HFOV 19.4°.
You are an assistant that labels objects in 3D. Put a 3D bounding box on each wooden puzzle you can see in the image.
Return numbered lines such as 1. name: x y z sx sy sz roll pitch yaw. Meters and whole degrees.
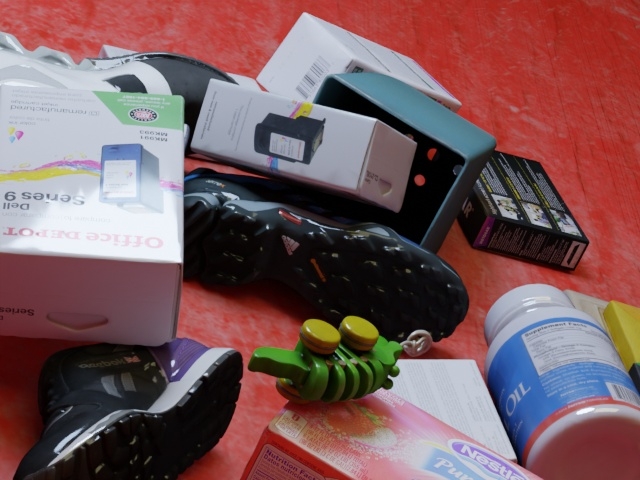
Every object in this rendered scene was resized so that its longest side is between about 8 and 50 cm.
1. wooden puzzle: 0.373 0.136 1.927 0.221 0.044 0.239 16 27 -19

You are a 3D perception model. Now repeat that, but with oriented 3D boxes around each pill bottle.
1. pill bottle: 0.218 0.137 1.692 0.124 0.124 0.221 16 27 -20

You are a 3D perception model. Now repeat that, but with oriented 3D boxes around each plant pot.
1. plant pot: 0.081 -0.074 1.924 0.165 0.166 0.234 33 21 13

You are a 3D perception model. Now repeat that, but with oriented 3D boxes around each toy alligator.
1. toy alligator: 0.029 0.090 1.333 0.189 0.056 0.051 -1 36 -46

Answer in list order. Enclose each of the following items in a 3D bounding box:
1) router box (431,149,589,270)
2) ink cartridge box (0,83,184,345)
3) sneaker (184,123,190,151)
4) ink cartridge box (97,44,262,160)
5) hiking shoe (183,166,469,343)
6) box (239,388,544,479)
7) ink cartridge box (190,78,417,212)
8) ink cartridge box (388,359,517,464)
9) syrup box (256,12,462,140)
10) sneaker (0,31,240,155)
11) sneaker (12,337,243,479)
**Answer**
1. router box: 0.211 -0.043 2.111 0.133 0.046 0.179 14 28 -23
2. ink cartridge box: -0.185 -0.023 1.474 0.154 0.093 0.212 4 42 -6
3. sneaker: -0.217 -0.051 1.636 0.163 0.086 0.226 25 47 2
4. ink cartridge box: -0.143 -0.137 1.945 0.180 0.060 0.104 11 29 -29
5. hiking shoe: 0.000 0.000 1.759 0.304 0.113 0.132 21 27 -11
6. box: 0.082 0.235 1.351 0.300 0.154 0.142 29 26 8
7. ink cartridge box: -0.013 -0.088 1.754 0.175 0.072 0.127 15 -2 21
8. ink cartridge box: 0.066 0.161 1.626 0.179 0.045 0.145 -1 33 -12
9. syrup box: 0.047 -0.163 2.065 0.096 0.093 0.237 46 17 32
10. sneaker: -0.210 -0.104 1.768 0.330 0.122 0.146 3 37 -27
11. sneaker: -0.172 0.140 1.388 0.124 0.107 0.283 18 19 18
